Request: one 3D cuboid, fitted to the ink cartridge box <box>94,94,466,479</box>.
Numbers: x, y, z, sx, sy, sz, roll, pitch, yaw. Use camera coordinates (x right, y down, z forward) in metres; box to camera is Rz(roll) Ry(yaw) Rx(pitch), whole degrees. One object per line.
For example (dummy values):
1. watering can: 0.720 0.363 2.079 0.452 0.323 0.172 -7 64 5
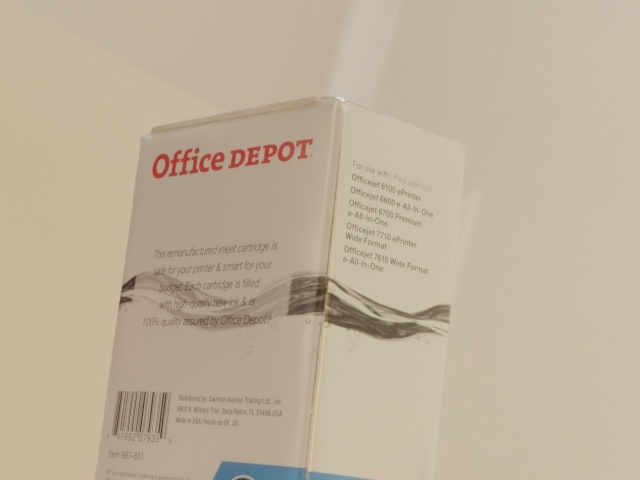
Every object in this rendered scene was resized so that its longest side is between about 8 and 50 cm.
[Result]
1. ink cartridge box: -0.032 0.074 1.069 0.223 0.129 0.308 -4 -104 48
